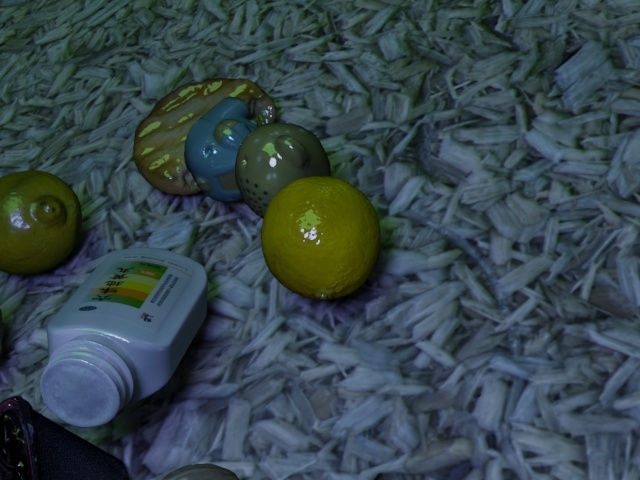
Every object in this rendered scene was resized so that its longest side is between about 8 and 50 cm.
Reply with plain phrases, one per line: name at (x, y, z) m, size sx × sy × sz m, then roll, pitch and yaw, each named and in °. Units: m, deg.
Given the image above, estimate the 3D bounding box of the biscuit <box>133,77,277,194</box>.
biscuit at (-0.224, -0.197, 1.802) m, size 0.274 × 0.091 × 0.213 m, roll -43°, pitch 49°, yaw -17°

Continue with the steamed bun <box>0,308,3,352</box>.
steamed bun at (-0.595, 0.172, 1.544) m, size 0.211 × 0.218 × 0.144 m, roll -33°, pitch 65°, yaw -16°

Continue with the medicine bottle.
medicine bottle at (-0.281, 0.130, 1.401) m, size 0.179 × 0.124 × 0.324 m, roll 10°, pitch 29°, yaw 7°

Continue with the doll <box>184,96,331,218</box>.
doll at (-0.095, -0.122, 1.607) m, size 0.261 × 0.177 × 0.161 m, roll 20°, pitch 55°, yaw 40°

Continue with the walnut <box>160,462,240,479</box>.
walnut at (-0.163, 0.350, 1.207) m, size 0.162 × 0.140 × 0.140 m, roll -25°, pitch 42°, yaw -17°

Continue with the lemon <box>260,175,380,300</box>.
lemon at (0.000, 0.000, 1.446) m, size 0.178 × 0.178 × 0.203 m, roll -11°, pitch 55°, yaw 15°

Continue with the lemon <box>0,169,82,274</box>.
lemon at (-0.518, -0.029, 1.711) m, size 0.248 × 0.184 × 0.184 m, roll -11°, pitch 42°, yaw 40°

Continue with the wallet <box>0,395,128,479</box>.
wallet at (-0.308, 0.337, 1.223) m, size 0.071 × 0.221 × 0.262 m, roll -36°, pitch 43°, yaw 3°
